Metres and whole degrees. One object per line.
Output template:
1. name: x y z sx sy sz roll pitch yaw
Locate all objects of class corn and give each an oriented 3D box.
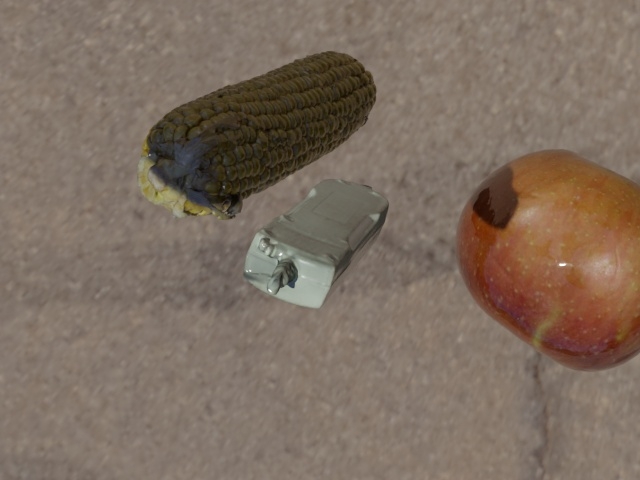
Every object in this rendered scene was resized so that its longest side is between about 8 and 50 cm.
1. corn: -0.043 -0.102 1.246 0.106 0.293 0.106 18 123 31

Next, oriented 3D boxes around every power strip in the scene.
1. power strip: 0.000 0.000 0.787 0.047 0.191 0.030 21 110 9

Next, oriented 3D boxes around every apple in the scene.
1. apple: 0.214 0.011 1.181 0.201 0.201 0.162 35 106 -1
